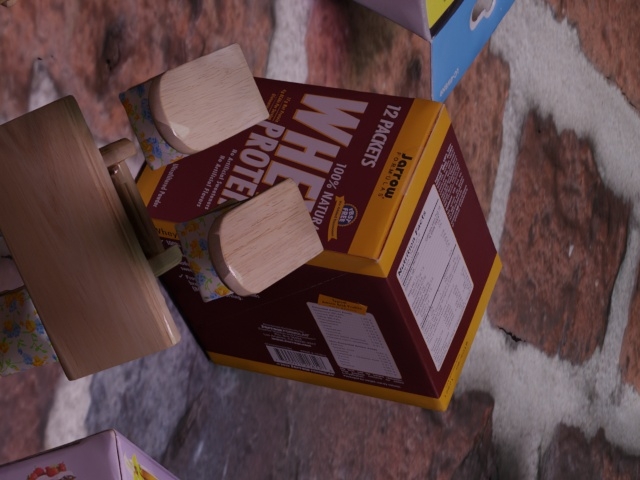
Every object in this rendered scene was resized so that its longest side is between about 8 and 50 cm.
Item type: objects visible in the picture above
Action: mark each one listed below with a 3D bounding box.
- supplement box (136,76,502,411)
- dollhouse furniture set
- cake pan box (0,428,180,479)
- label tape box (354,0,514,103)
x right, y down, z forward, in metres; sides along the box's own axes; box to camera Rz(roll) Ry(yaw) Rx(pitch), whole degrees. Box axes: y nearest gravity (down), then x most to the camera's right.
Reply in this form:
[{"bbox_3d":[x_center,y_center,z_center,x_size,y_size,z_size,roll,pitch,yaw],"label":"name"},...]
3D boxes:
[{"bbox_3d":[0.000,0.000,1.291,0.129,0.191,0.194,-66,152,-28],"label":"supplement box"},{"bbox_3d":[-0.159,-0.041,0.940,0.161,0.212,0.242,-33,102,-59],"label":"dollhouse furniture set"},{"bbox_3d":[-0.163,0.192,0.907,0.246,0.267,0.070,55,20,-57],"label":"cake pan box"},{"bbox_3d":[0.075,-0.311,1.434,0.249,0.115,0.347,-54,147,-42],"label":"label tape box"}]
